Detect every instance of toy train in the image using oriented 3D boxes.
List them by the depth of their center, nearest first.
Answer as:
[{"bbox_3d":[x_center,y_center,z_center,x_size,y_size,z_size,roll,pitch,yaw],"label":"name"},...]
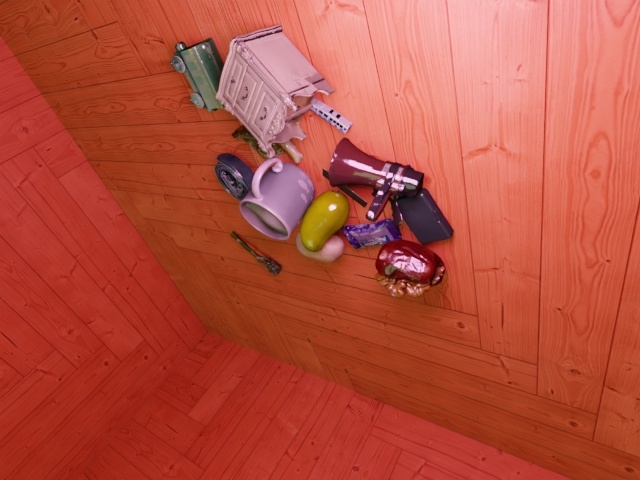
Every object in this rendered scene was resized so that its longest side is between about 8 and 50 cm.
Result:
[{"bbox_3d":[0.025,-0.480,1.548,0.208,0.043,0.047,36,145,5],"label":"toy train"},{"bbox_3d":[-0.485,-0.683,1.718,0.203,0.120,0.300,7,134,34],"label":"toy train"}]

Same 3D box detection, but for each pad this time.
[{"bbox_3d":[0.100,-0.218,1.727,0.235,0.003,0.158,39,179,2],"label":"pad"}]

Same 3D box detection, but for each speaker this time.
[{"bbox_3d":[0.185,-0.227,1.492,0.330,0.259,0.198,24,129,22],"label":"speaker"}]

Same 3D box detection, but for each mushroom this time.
[{"bbox_3d":[0.000,0.000,1.981,0.246,0.202,0.246,15,-177,-1],"label":"mushroom"}]

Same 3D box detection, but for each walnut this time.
[{"bbox_3d":[0.370,0.124,1.721,0.269,0.243,0.221,13,154,29],"label":"walnut"}]

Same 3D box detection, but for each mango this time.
[{"bbox_3d":[0.014,-0.089,1.807,0.175,0.293,0.143,33,-174,12],"label":"mango"}]

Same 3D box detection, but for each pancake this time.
[{"bbox_3d":[-0.244,-0.427,1.839,0.377,0.054,0.197,22,142,24],"label":"pancake"}]

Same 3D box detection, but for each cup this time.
[{"bbox_3d":[-0.189,-0.214,1.792,0.260,0.274,0.356,20,151,25],"label":"cup"}]

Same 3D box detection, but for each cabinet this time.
[{"bbox_3d":[-0.170,-0.523,1.472,0.318,0.227,0.290,50,144,4],"label":"cabinet"}]

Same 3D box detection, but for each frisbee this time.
[{"bbox_3d":[0.273,-0.170,1.634,0.187,0.012,0.210,21,112,45],"label":"frisbee"}]

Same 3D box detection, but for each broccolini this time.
[{"bbox_3d":[-0.399,0.076,2.542,0.392,0.079,0.074,41,156,10],"label":"broccolini"}]

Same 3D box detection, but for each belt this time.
[{"bbox_3d":[-0.429,-0.319,2.070,0.207,0.116,0.267,-8,126,52],"label":"belt"}]

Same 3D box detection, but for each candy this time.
[{"bbox_3d":[0.230,-0.028,1.837,0.275,0.070,0.145,-10,130,36],"label":"candy"}]

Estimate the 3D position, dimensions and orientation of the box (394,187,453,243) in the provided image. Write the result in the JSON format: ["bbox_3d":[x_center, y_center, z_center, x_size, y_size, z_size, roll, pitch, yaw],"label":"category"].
[{"bbox_3d":[0.406,-0.092,1.626,0.160,0.050,0.230,-16,117,50],"label":"box"}]
